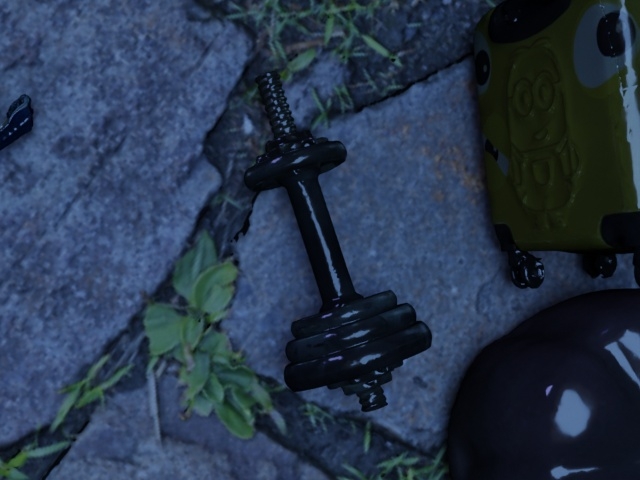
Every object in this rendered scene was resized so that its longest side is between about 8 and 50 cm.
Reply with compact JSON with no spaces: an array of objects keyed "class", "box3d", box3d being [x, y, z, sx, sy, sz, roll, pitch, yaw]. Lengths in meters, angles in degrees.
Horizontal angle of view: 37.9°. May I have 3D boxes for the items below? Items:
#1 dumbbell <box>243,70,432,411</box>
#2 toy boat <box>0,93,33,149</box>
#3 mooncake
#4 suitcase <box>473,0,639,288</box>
[{"class":"dumbbell","box3d":[0.000,0.000,0.670,0.110,0.110,0.254,-17,87,-12]},{"class":"toy boat","box3d":[-0.236,-0.075,0.649,0.083,0.038,0.038,-38,97,-10]},{"class":"mooncake","box3d":[0.224,0.156,0.698,0.245,0.133,0.244,2,83,-19]},{"class":"suitcase","box3d":[0.216,-0.086,0.670,0.143,0.194,0.234,-7,91,-20]}]
